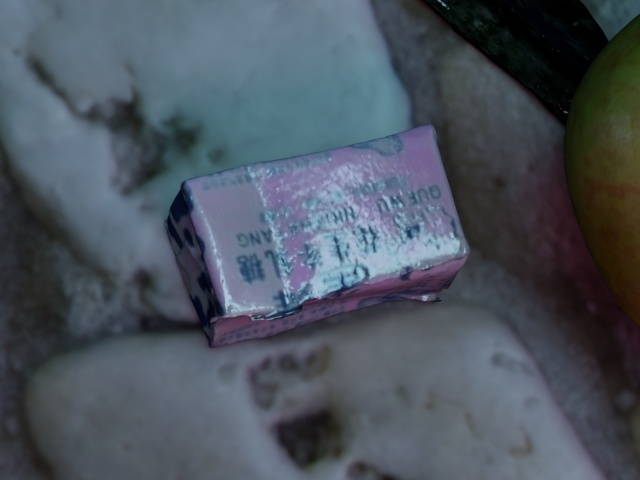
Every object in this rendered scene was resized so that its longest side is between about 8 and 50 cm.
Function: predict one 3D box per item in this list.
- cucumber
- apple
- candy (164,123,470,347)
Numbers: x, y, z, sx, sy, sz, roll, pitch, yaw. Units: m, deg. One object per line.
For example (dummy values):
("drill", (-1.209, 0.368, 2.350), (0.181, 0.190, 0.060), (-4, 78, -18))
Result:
("cucumber", (0.122, -0.148, 1.020), (0.220, 0.046, 0.070), (43, 65, 1))
("apple", (0.258, -0.039, 0.922), (0.261, 0.194, 0.260), (-2, 96, -22))
("candy", (0.000, 0.000, 0.938), (0.160, 0.073, 0.092), (-13, 73, -13))
